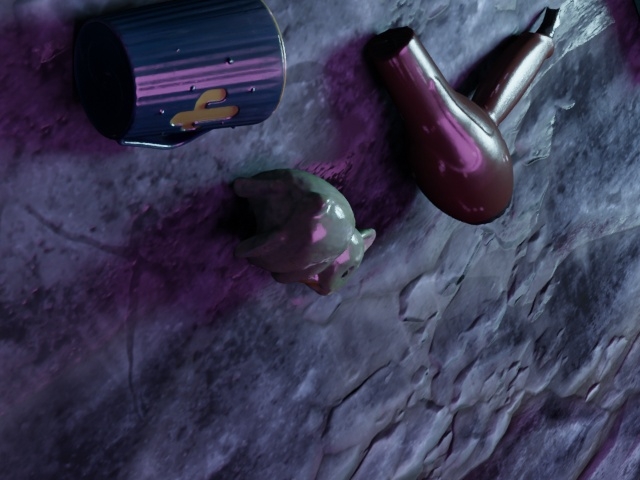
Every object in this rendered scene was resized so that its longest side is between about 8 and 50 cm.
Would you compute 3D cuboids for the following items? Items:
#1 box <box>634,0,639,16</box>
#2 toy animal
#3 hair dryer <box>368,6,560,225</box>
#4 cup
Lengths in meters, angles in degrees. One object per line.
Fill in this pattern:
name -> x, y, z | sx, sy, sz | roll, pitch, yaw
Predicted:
box -> 0.578, -0.400, 1.692 | 0.205, 0.118, 0.311 | -52, 144, -6
toy animal -> 0.002, 0.002, 1.299 | 0.251, 0.127, 0.125 | 26, 92, -58
hair dryer -> 0.209, -0.219, 1.427 | 0.340, 0.123, 0.312 | -54, 135, -24
cup -> -0.139, -0.145, 1.038 | 0.155, 0.131, 0.176 | -15, 152, -38
